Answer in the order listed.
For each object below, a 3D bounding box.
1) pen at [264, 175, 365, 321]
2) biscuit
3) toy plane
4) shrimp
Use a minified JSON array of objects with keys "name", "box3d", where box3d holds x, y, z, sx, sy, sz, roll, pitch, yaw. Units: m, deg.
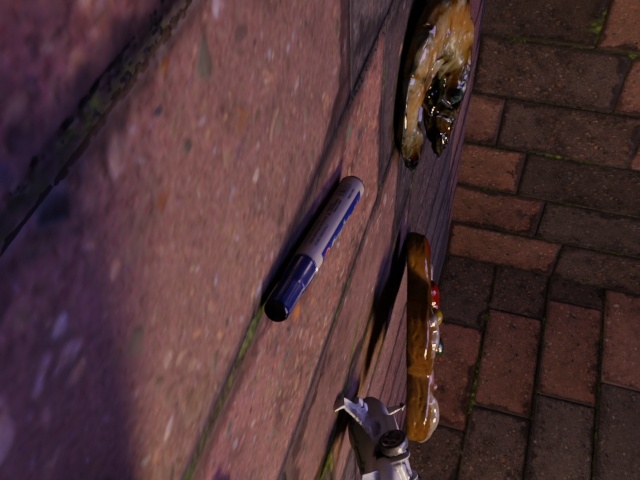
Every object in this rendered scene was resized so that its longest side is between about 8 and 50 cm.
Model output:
[{"name":"pen","box3d":[0.000,0.000,0.550,0.204,0.025,0.025,-59,158,-54]},{"name":"biscuit","box3d":[0.186,0.128,1.214,0.432,0.064,0.283,-72,160,-65]},{"name":"toy plane","box3d":[0.086,0.303,0.973,0.255,0.101,0.251,-80,151,-68]},{"name":"shrimp","box3d":[0.157,-0.197,0.977,0.233,0.071,0.365,-63,163,-21]}]
